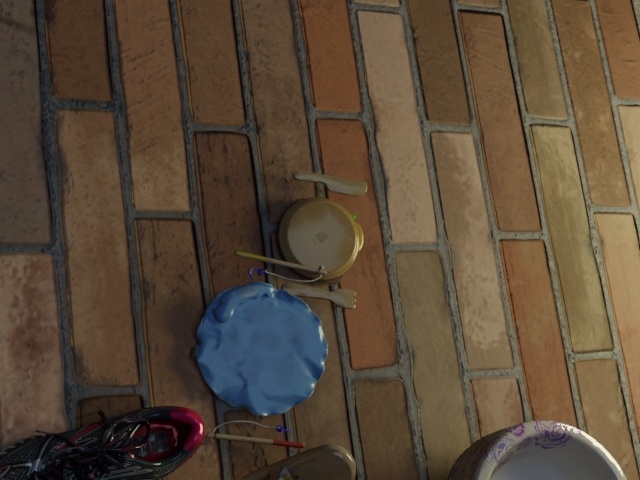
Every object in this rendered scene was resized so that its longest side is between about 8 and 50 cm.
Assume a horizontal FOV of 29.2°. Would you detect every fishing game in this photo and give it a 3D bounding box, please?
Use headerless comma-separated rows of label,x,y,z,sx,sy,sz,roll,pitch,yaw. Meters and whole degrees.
fishing game,-0.084,0.150,1.678,0.189,0.041,0.264,8,75,-17

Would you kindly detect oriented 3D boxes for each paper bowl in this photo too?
paper bowl,0.294,0.402,1.722,0.284,0.148,0.284,9,70,-24

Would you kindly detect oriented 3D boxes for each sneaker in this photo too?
sneaker,-0.282,0.267,1.492,0.299,0.112,0.121,-22,84,-31

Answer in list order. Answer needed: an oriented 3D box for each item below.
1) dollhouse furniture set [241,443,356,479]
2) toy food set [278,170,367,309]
dollhouse furniture set,0.080,0.478,1.435,0.394,0.256,0.362,61,16,-19
toy food set,0.000,0.000,1.778,0.132,0.038,0.192,11,73,-16
